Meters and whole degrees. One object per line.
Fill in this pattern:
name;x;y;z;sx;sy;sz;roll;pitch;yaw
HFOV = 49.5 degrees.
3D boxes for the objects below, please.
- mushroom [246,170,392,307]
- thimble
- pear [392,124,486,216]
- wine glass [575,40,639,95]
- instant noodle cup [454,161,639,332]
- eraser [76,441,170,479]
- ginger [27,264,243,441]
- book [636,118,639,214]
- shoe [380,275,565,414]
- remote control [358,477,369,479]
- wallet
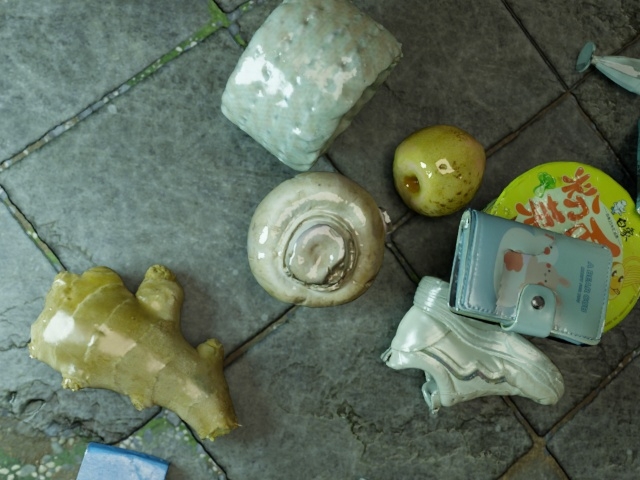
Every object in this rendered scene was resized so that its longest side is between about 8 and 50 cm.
mushroom;0.000;0.000;1.186;0.254;0.184;0.255;0;95;0
thimble;-0.012;-0.273;1.158;0.195;0.291;0.291;38;79;-2
pear;0.221;-0.131;1.272;0.178;0.178;0.178;1;85;-12
wine glass;0.605;-0.351;1.407;0.155;0.073;0.073;18;82;-10
instant noodle cup;0.388;0.027;1.253;0.311;0.221;0.311;1;84;-11
eraser;-0.362;0.504;1.145;0.144;0.042;0.312;17;82;-10
ginger;-0.289;0.179;1.173;0.375;0.166;0.236;35;42;-26
book;0.697;-0.073;1.311;0.264;0.031;0.379;41;40;-5
shoe;0.272;0.233;1.268;0.342;0.132;0.210;36;91;-10
remote control;0.052;0.604;1.219;0.145;0.050;0.344;32;80;-8
wallet;0.331;0.062;1.090;0.250;0.075;0.176;14;77;-11
